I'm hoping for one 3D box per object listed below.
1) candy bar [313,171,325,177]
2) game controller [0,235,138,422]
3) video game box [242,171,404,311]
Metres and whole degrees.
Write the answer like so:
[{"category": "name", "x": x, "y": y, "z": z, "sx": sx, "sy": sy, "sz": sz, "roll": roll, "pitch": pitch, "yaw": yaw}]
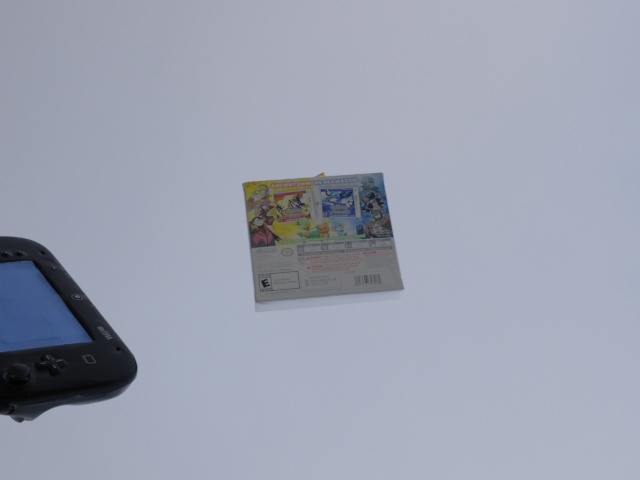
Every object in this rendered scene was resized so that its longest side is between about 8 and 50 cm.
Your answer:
[{"category": "candy bar", "x": 0.024, "y": -0.035, "z": 1.517, "sx": 0.161, "sy": 0.040, "sz": 0.018, "roll": 62, "pitch": -13, "yaw": -6}, {"category": "game controller", "x": -0.323, "y": 0.077, "z": 0.963, "sx": 0.319, "sy": 0.167, "sz": 0.067, "roll": 39, "pitch": -50, "yaw": 42}, {"category": "video game box", "x": 0.000, "y": 0.000, "z": 1.269, "sx": 0.048, "sy": 0.205, "sz": 0.187, "roll": 102, "pitch": -17, "yaw": -65}]
